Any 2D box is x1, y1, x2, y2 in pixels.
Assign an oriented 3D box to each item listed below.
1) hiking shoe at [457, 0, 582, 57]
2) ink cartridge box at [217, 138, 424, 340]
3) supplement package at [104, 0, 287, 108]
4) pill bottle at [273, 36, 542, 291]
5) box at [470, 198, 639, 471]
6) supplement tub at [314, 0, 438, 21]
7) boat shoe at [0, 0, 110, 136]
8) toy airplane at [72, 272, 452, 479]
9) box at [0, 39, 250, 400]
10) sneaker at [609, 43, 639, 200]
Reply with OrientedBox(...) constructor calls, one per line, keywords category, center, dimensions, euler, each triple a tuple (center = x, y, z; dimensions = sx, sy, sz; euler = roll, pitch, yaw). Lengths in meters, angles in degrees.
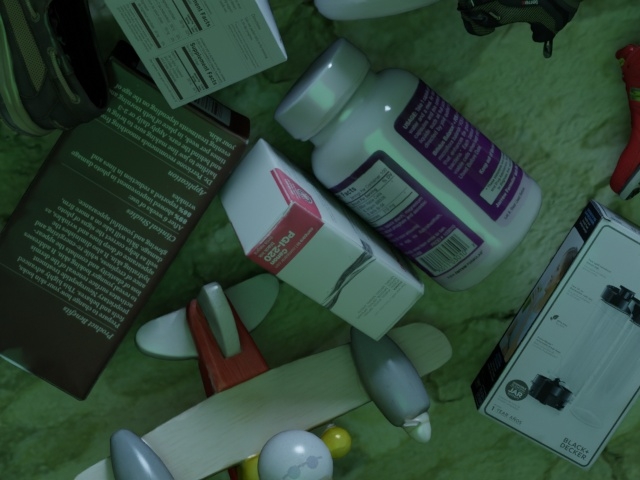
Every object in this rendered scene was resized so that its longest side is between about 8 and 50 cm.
OrientedBox(category="hiking shoe", center=(0.164, -0.272, 1.694), dimensions=(0.227, 0.086, 0.114), euler=(25, 112, -6))
OrientedBox(category="ink cartridge box", center=(0.000, 0.000, 1.884), dimensions=(0.218, 0.158, 0.092), euler=(32, 107, -31))
OrientedBox(category="supplement package", center=(-0.163, -0.315, 1.746), dimensions=(0.145, 0.204, 0.262), euler=(-22, 141, 5))
OrientedBox(category="pill bottle", center=(0.097, -0.093, 1.888), dimensions=(0.301, 0.169, 0.169), euler=(41, 102, -12))
OrientedBox(category="box", center=(0.332, 0.117, 1.993), dimensions=(0.169, 0.087, 0.290), euler=(28, 104, -8))
OrientedBox(category="supplement tub", center=(0.057, -0.393, 1.788), dimensions=(0.191, 0.191, 0.272), euler=(-15, 106, 3))
OrientedBox(category="boat shoe", center=(-0.298, -0.289, 1.743), dimensions=(0.130, 0.132, 0.355), euler=(-3, 112, 21))
OrientedBox(category="toy airplane", center=(-0.062, 0.224, 1.921), dimensions=(0.384, 0.272, 0.386), euler=(25, 87, -18))
OrientedBox(category="box", center=(-0.258, -0.024, 1.920), dimensions=(0.191, 0.143, 0.381), euler=(32, 102, -10))
OrientedBox(category="sneaker", center=(0.397, -0.183, 1.914), dimensions=(0.118, 0.107, 0.279), euler=(29, 114, 21))
